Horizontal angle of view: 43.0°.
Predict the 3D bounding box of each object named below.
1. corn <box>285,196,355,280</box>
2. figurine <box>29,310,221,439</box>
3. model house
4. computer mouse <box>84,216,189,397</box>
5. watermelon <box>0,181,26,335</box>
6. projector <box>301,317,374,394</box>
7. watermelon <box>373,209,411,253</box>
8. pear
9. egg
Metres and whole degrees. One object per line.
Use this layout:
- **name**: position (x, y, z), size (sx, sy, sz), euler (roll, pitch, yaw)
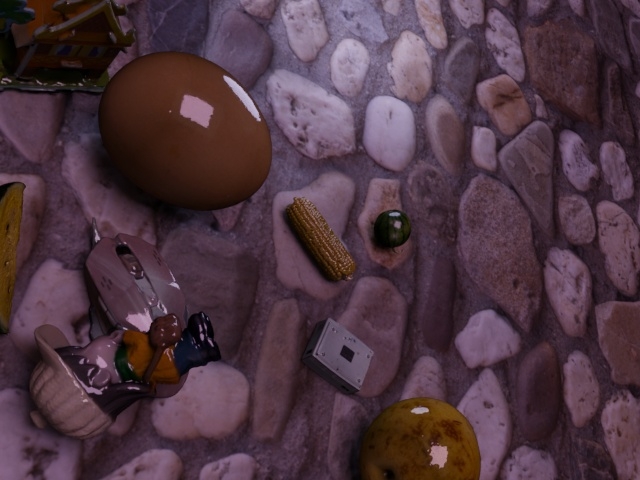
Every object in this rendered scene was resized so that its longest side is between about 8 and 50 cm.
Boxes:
- **corn**: position (0.000, 0.000, 1.928), size (0.238, 0.080, 0.080), euler (53, 49, -2)
- **figurine**: position (-0.342, 0.238, 1.423), size (0.333, 0.185, 0.204), euler (-4, 76, -3)
- **model house**: position (-0.543, -0.464, 1.571), size (0.358, 0.313, 0.242), euler (-5, 71, -38)
- **computer mouse**: position (-0.351, 0.119, 1.585), size (0.200, 0.115, 0.388), euler (-17, 82, -44)
- **watermelon**: position (-0.592, 0.018, 1.462), size (0.129, 0.123, 0.301), euler (26, 56, -52)
- **projector**: position (0.044, 0.263, 1.854), size (0.147, 0.061, 0.115), euler (39, 50, -18)
- **watermelon**: position (0.181, -0.026, 2.067), size (0.109, 0.109, 0.108), euler (16, 61, -31)
- **pear**: position (0.220, 0.476, 1.761), size (0.281, 0.281, 0.280), euler (16, 61, -31)
- **egg**: position (-0.272, -0.220, 1.672), size (0.374, 0.301, 0.301), euler (33, 53, -32)
